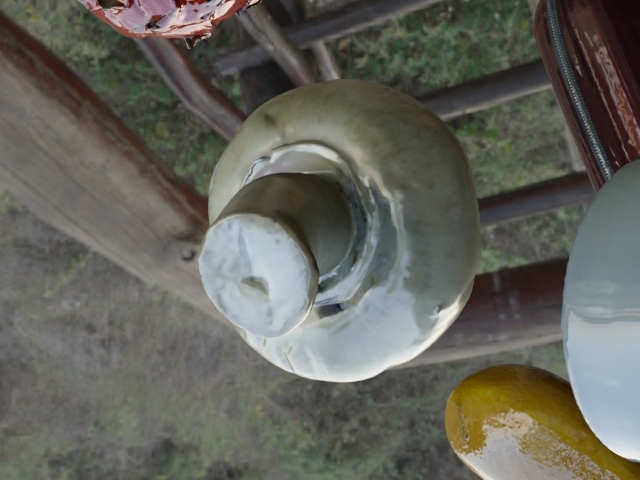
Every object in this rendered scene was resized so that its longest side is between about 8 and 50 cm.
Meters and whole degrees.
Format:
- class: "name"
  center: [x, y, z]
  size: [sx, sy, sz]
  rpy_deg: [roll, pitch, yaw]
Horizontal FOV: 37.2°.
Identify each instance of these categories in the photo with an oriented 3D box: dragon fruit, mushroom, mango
- class: "dragon fruit"
  center: [-0.176, -0.343, 1.085]
  size: [0.241, 0.252, 0.241]
  rpy_deg: [36, 161, 15]
- class: "mushroom"
  center: [0.028, 0.003, 0.967]
  size: [0.315, 0.356, 0.315]
  rpy_deg: [-6, 118, -12]
- class: "mango"
  center: [0.208, 0.187, 0.814]
  size: [0.227, 0.109, 0.147]
  rpy_deg: [28, 147, 29]

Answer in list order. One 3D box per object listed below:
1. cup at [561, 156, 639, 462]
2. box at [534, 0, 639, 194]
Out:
- class: "cup"
  center: [0.292, 0.014, 0.500]
  size: [0.234, 0.258, 0.186]
  rpy_deg: [2, 144, 51]
- class: "box"
  center: [0.366, -0.116, 0.962]
  size: [0.263, 0.403, 0.108]
  rpy_deg: [-8, 162, -32]
